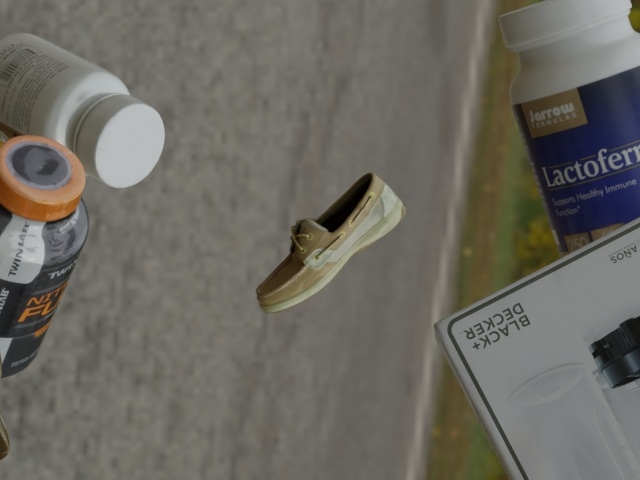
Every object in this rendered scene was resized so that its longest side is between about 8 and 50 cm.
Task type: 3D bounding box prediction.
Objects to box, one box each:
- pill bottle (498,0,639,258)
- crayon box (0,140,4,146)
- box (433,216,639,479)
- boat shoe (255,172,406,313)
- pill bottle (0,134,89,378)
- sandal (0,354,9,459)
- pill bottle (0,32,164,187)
[{"bbox_3d":[0.269,-0.108,1.830,0.153,0.153,0.265,-37,108,-75],"label":"pill bottle"},{"bbox_3d":[-0.429,0.012,2.121,0.203,0.083,0.323,-47,-155,32],"label":"crayon box"},{"bbox_3d":[0.202,0.142,1.104,0.290,0.169,0.087,62,-1,9],"label":"box"},{"bbox_3d":[0.000,0.000,1.443,0.045,0.135,0.050,54,-11,-26],"label":"boat shoe"},{"bbox_3d":[-0.300,0.012,1.835,0.130,0.130,0.246,-74,-170,-48],"label":"pill bottle"},{"bbox_3d":[-0.257,0.100,1.361,0.180,0.072,0.049,90,-6,-53],"label":"sandal"},{"bbox_3d":[-0.292,-0.146,2.217,0.131,0.229,0.131,-26,130,-37],"label":"pill bottle"}]
